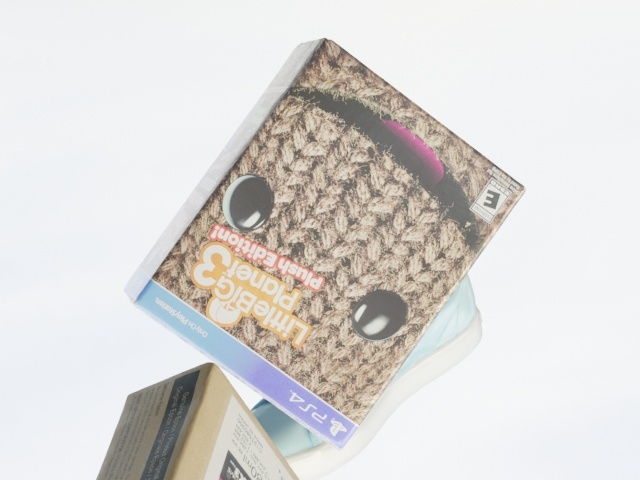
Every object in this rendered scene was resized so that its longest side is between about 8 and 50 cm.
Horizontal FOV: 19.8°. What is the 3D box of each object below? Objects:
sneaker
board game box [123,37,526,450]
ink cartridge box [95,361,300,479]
[{"bbox_3d":[0.023,0.115,1.930,0.135,0.150,0.366,11,-143,41],"label":"sneaker"},{"bbox_3d":[0.000,0.000,1.667,0.232,0.291,0.141,35,177,-10],"label":"board game box"},{"bbox_3d":[-0.070,0.240,1.349,0.088,0.235,0.193,-23,-153,22],"label":"ink cartridge box"}]
